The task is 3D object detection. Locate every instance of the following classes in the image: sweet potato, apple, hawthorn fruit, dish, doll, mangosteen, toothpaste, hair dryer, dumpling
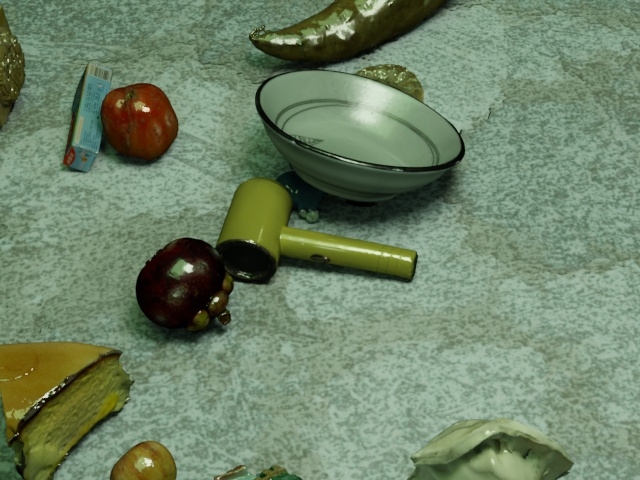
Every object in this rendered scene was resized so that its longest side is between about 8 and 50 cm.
[{"bbox_3d":[0.081,-0.387,2.014,0.422,0.130,0.130,-32,54,-16],"label":"sweet potato"},{"bbox_3d":[-0.213,0.285,1.471,0.084,0.084,0.071,-40,84,-27],"label":"apple"},{"bbox_3d":[-0.280,-0.185,1.863,0.128,0.128,0.128,-2,49,2],"label":"hawthorn fruit"},{"bbox_3d":[0.048,-0.136,1.773,0.316,0.106,0.316,12,30,-7],"label":"dish"},{"bbox_3d":[-0.029,-0.073,1.793,0.083,0.050,0.076,16,47,19],"label":"doll"},{"bbox_3d":[-0.176,0.067,1.640,0.140,0.140,0.140,-2,49,2],"label":"mangosteen"},{"bbox_3d":[-0.369,-0.190,1.921,0.044,0.070,0.193,18,46,-19],"label":"toothpaste"},{"bbox_3d":[0.000,0.000,1.713,0.278,0.090,0.135,11,48,5],"label":"hair dryer"},{"bbox_3d":[0.196,0.260,1.430,0.199,0.136,0.118,-12,55,7],"label":"dumpling"}]

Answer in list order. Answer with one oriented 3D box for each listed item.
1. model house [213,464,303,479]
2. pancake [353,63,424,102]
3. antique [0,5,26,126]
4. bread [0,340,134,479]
[{"bbox_3d":[-0.111,0.319,1.418,0.148,0.119,0.148,17,52,28],"label":"model house"},{"bbox_3d":[0.090,-0.229,1.935,0.151,0.025,0.152,-2,50,2],"label":"pancake"},{"bbox_3d":[-0.555,-0.274,1.938,0.147,0.152,0.147,-1,47,7],"label":"antique"},{"bbox_3d":[-0.324,0.213,1.506,0.169,0.140,0.160,-3,43,0],"label":"bread"}]
